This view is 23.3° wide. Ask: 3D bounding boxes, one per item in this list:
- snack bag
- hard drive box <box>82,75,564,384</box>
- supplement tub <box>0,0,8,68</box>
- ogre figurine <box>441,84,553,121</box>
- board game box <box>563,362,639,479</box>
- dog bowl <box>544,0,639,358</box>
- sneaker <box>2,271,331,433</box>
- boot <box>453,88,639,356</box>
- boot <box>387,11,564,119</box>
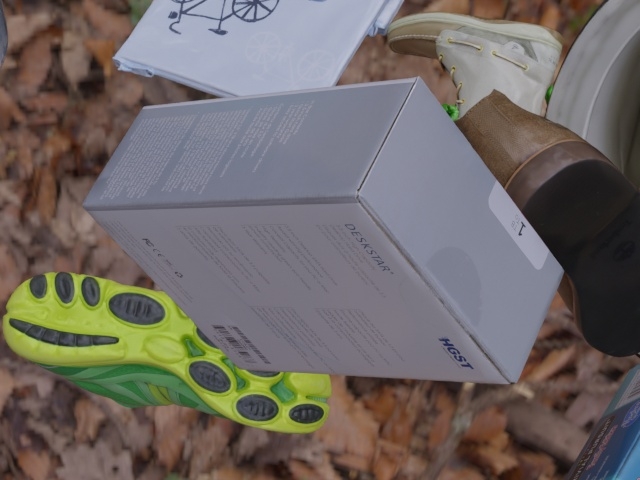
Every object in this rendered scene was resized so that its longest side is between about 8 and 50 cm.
[{"bbox_3d":[-0.051,-0.305,1.926,0.323,0.037,0.342,21,71,29],"label":"snack bag"},{"bbox_3d":[0.000,0.000,0.952,0.232,0.181,0.089,0,52,42],"label":"hard drive box"},{"bbox_3d":[-0.327,-0.240,1.026,0.194,0.316,0.193,-3,40,2],"label":"supplement tub"},{"bbox_3d":[0.254,-0.141,2.060,0.197,0.097,0.118,0,59,-37],"label":"ogre figurine"},{"bbox_3d":[0.330,0.282,1.211,0.336,0.079,0.254,48,45,-5],"label":"board game box"},{"bbox_3d":[0.403,-0.069,1.325,0.408,0.408,0.150,34,26,14],"label":"dog bowl"},{"bbox_3d":[-0.130,0.098,1.379,0.295,0.123,0.109,16,74,1],"label":"sneaker"},{"bbox_3d":[0.191,-0.013,1.123,0.112,0.305,0.115,-42,51,4],"label":"boot"},{"bbox_3d":[0.165,-0.175,1.808,0.213,0.077,0.165,9,80,21],"label":"boot"}]
